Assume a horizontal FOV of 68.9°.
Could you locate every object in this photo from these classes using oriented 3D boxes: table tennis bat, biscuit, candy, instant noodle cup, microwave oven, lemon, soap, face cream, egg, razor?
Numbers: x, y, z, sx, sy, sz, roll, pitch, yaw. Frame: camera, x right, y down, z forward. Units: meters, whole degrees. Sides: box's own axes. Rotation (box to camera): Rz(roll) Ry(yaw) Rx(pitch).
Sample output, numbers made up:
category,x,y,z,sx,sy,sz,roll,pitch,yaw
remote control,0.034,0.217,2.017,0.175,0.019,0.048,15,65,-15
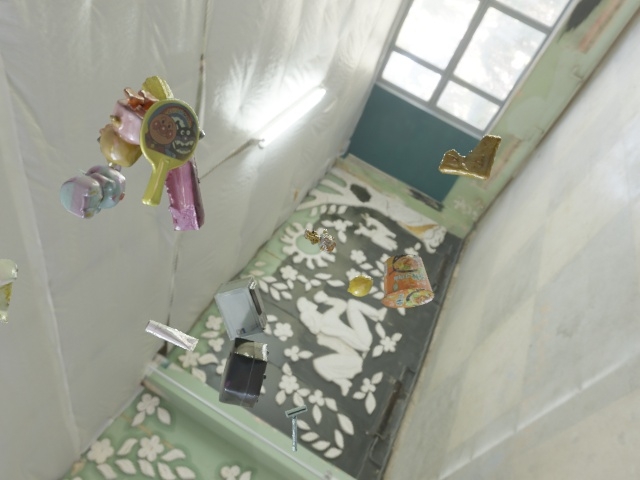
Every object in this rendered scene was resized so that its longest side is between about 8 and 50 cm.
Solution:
category,x,y,z,sx,sy,sz,roll,pitch,yaw
table tennis bat,-0.519,-0.290,1.557,0.224,0.054,0.369,14,-84,-57
biscuit,0.521,-0.295,1.629,0.039,0.183,0.174,46,-121,-59
candy,-0.594,-0.530,1.729,0.106,0.199,0.094,-19,-43,-22
instant noodle cup,0.376,0.177,2.062,0.230,0.230,0.183,109,160,-59
microwave oven,-0.309,0.264,1.842,0.129,0.162,0.205,-83,-22,-73
lemon,0.123,0.141,1.440,0.092,0.065,0.065,-27,8,24
soap,-0.531,-0.203,1.811,0.220,0.127,0.325,-132,35,-69
face cream,-0.697,0.445,2.185,0.092,0.243,0.058,-80,16,-67
egg,-1.296,0.180,1.822,0.161,0.207,0.271,8,-49,-39
razor,-0.098,0.721,1.783,0.084,0.036,0.212,-9,-62,-25

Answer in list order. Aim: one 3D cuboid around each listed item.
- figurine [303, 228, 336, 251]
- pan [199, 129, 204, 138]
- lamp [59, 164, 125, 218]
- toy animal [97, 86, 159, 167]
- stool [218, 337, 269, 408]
category,x,y,z,sx,sy,sz,roll,pitch,yaw
figurine,-0.002,0.003,1.916,0.068,0.143,0.102,-45,50,45
pan,-0.537,-0.439,1.986,0.114,0.040,0.212,-24,18,6
lamp,-1.034,-0.235,2.108,0.301,0.247,0.247,-55,-13,-66
toy animal,-0.653,-0.367,1.590,0.281,0.169,0.195,-42,-7,21
stool,-0.270,0.468,1.655,0.232,0.141,0.233,-166,90,-79
